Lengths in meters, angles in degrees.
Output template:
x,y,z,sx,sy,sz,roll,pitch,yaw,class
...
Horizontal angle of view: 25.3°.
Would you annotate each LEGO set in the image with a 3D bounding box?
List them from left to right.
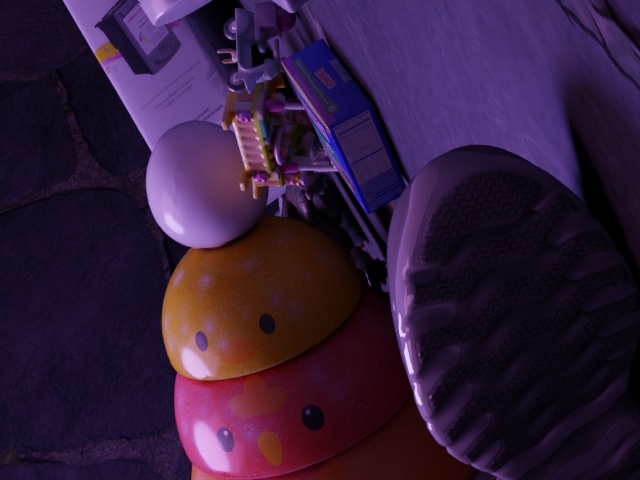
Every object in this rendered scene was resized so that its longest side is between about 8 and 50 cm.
x,y,z,sx,sy,sz,roll,pitch,yaw,class
-0.009,-0.101,1.279,0.287,0.107,0.132,52,-140,-72,LEGO set

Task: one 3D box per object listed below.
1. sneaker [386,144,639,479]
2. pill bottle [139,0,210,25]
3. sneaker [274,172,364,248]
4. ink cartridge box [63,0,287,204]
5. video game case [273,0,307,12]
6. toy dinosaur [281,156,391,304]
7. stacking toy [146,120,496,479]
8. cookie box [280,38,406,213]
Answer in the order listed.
x,y,z,sx,sy,sz,roll,pitch,yaw,class
0.085,0.048,0.662,0.115,0.105,0.281,57,177,42,sneaker
-0.162,-0.303,1.245,0.216,0.121,0.121,59,178,-2,pill bottle
-0.016,-0.045,1.902,0.121,0.099,0.262,67,168,-12,sneaker
-0.157,-0.201,1.733,0.306,0.131,0.226,57,-167,26,ink cartridge box
-0.102,-0.269,1.020,0.201,0.023,0.183,42,170,35,video game case
0.000,0.000,1.652,0.313,0.121,0.160,57,171,-3,toy dinosaur
-0.054,0.099,1.443,0.479,0.351,0.350,64,176,-21,stacking toy
0.019,-0.088,1.102,0.092,0.040,0.107,58,177,42,cookie box
